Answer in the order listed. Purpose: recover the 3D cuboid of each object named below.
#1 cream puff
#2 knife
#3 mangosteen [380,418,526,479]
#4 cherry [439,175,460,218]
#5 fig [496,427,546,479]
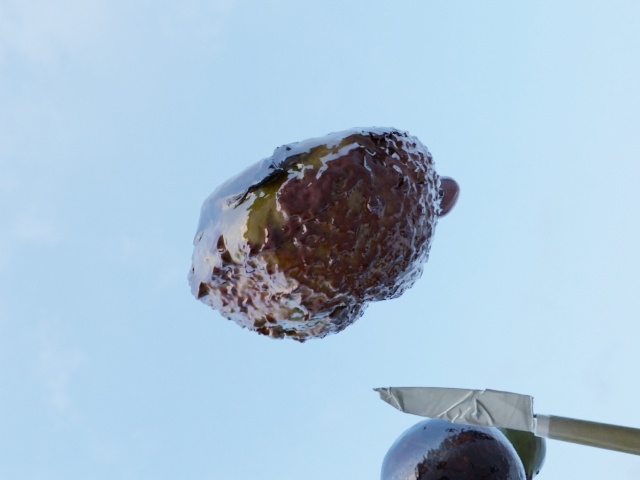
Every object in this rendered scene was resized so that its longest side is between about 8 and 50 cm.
[{"bbox_3d":[0.000,0.000,0.422,0.239,0.240,0.164,-14,-93,-26],"label":"cream puff"},{"bbox_3d":[0.197,0.170,0.459,0.017,0.297,0.047,-47,-44,-61],"label":"knife"},{"bbox_3d":[0.291,0.544,1.029,0.329,0.330,0.331,-6,-77,-28],"label":"mangosteen"},{"bbox_3d":[0.294,-0.114,1.178,0.106,0.087,0.126,44,-97,-12],"label":"cherry"},{"bbox_3d":[0.542,0.592,1.318,0.202,0.225,0.203,-1,-71,-1],"label":"fig"}]
